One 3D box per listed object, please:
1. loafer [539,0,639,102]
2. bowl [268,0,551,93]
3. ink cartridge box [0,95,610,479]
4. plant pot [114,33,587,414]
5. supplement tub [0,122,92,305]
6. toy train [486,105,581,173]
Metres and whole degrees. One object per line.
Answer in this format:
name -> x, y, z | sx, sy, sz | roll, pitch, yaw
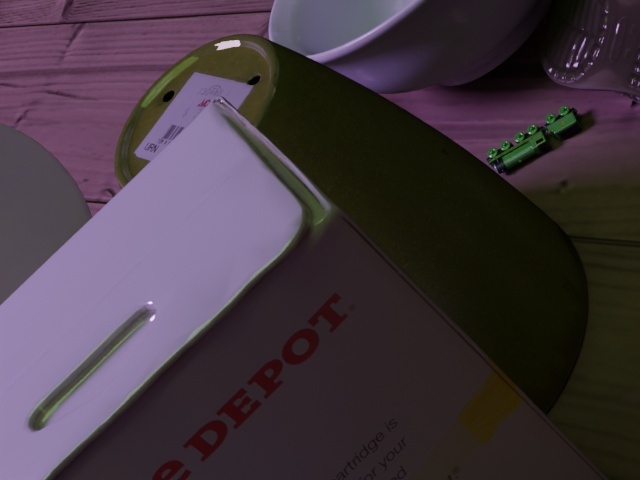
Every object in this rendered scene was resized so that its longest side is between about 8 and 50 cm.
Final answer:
loafer -> 0.249, -0.148, 1.127 | 0.268, 0.092, 0.102 | -128, 53, -66
bowl -> 0.105, -0.227, 1.272 | 0.298, 0.134, 0.298 | -35, 30, 24
ink cartridge box -> -0.016, 0.148, 0.856 | 0.279, 0.384, 0.160 | -44, 38, 1
plant pot -> 0.000, 0.000, 1.051 | 0.275, 0.293, 0.275 | -24, 43, 24
supplement tub -> -0.369, 0.049, 1.334 | 0.325, 0.235, 0.235 | -33, 36, 42
toy train -> 0.171, -0.079, 1.193 | 0.083, 0.017, 0.023 | -31, 51, 17
